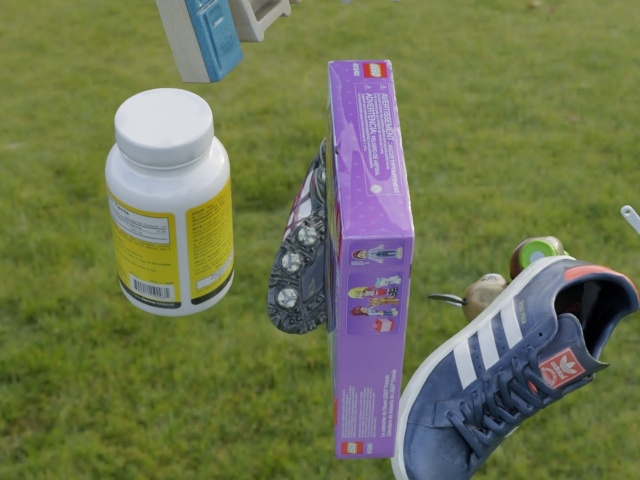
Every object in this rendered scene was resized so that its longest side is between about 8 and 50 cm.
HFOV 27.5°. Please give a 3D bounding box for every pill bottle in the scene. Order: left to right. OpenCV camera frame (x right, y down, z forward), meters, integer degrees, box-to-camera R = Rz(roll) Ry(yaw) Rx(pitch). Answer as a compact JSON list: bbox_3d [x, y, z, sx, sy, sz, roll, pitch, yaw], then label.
[{"bbox_3d":[-0.228,-0.058,1.991,0.188,0.334,0.188,1,44,-1],"label":"pill bottle"}]

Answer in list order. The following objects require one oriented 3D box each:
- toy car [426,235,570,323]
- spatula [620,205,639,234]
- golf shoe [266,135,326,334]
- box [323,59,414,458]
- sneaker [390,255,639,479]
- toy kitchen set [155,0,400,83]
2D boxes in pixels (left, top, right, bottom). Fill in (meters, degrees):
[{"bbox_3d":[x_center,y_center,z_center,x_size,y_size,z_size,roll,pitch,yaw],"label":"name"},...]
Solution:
[{"bbox_3d":[0.250,0.071,1.836,0.188,0.149,0.155,-3,-5,19],"label":"toy car"},{"bbox_3d":[0.567,-0.005,1.932,0.168,0.242,0.019,-36,23,17],"label":"spatula"},{"bbox_3d":[0.000,0.000,1.623,0.105,0.120,0.273,26,68,-11],"label":"golf shoe"},{"bbox_3d":[0.036,0.023,1.111,0.057,0.293,0.201,-2,48,-2],"label":"box"},{"bbox_3d":[0.219,0.147,1.427,0.350,0.131,0.148,-49,26,-22],"label":"sneaker"},{"bbox_3d":[-0.029,-0.250,1.230,0.166,0.122,0.207,5,38,31],"label":"toy kitchen set"}]
